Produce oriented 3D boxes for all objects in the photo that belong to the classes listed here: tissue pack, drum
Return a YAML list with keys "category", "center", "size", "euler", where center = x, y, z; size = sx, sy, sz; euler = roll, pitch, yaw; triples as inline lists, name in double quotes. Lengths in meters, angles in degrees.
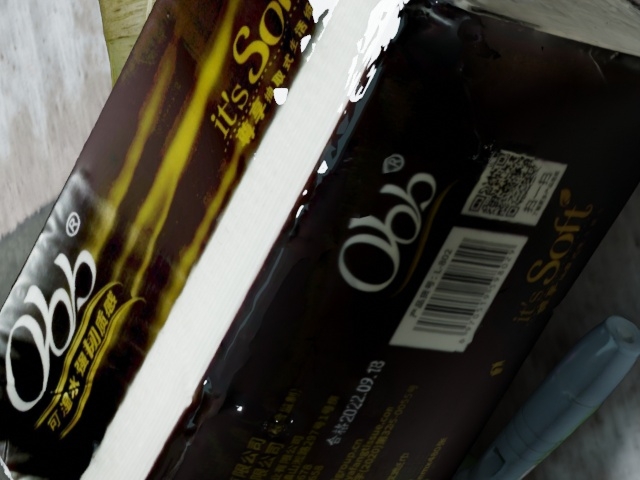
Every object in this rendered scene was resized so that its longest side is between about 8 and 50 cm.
- category: "tissue pack"
  center: [0.000, 0.000, 0.959]
  size: [0.370, 0.210, 0.198]
  euler: [-59, 39, 23]
- category: "drum"
  center: [0.096, 0.145, 1.018]
  size: [0.253, 0.049, 0.130]
  euler: [-36, 65, 47]

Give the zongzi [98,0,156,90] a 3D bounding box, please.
- category: "zongzi"
  center: [-0.054, -0.121, 1.184]
  size: [0.178, 0.081, 0.189]
  euler: [-3, 100, 35]
